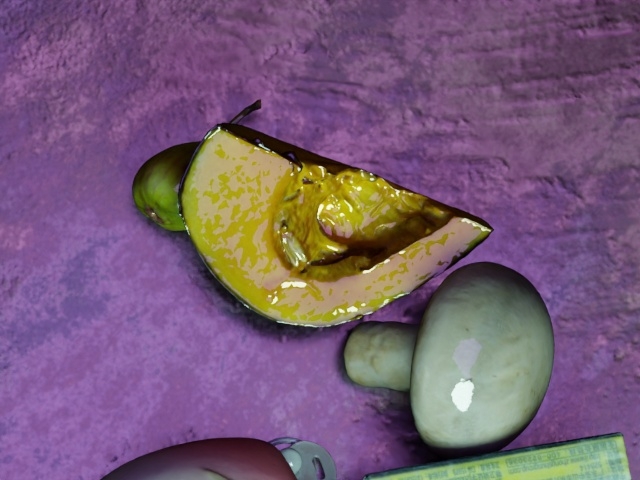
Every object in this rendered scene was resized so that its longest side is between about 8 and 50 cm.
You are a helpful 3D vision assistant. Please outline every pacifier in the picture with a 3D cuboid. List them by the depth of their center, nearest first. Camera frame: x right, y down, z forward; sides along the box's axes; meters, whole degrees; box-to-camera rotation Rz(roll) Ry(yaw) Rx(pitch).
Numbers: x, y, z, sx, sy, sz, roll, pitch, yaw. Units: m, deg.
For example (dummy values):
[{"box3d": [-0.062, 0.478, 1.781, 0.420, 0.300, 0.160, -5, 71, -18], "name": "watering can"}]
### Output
[{"box3d": [-0.034, 0.231, 1.810, 0.099, 0.078, 0.081, -16, 63, -7], "name": "pacifier"}]

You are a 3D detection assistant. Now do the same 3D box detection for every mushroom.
[{"box3d": [0.143, 0.112, 1.795, 0.206, 0.206, 0.209, -42, 48, -10], "name": "mushroom"}]

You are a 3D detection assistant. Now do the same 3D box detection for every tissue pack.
[{"box3d": [0.168, 0.268, 1.766, 0.257, 0.185, 0.081, -9, 67, -7], "name": "tissue pack"}]

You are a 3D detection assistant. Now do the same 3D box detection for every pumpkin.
[{"box3d": [0.000, 0.000, 1.823, 0.312, 0.148, 0.169, 20, 96, -5], "name": "pumpkin"}]

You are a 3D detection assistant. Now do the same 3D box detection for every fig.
[{"box3d": [-0.115, -0.070, 1.846, 0.166, 0.093, 0.093, -29, 86, -26], "name": "fig"}]

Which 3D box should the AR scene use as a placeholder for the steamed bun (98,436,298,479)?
[{"box3d": [-0.107, 0.316, 1.692, 0.309, 0.309, 0.309, 1, 82, -6], "name": "steamed bun"}]
